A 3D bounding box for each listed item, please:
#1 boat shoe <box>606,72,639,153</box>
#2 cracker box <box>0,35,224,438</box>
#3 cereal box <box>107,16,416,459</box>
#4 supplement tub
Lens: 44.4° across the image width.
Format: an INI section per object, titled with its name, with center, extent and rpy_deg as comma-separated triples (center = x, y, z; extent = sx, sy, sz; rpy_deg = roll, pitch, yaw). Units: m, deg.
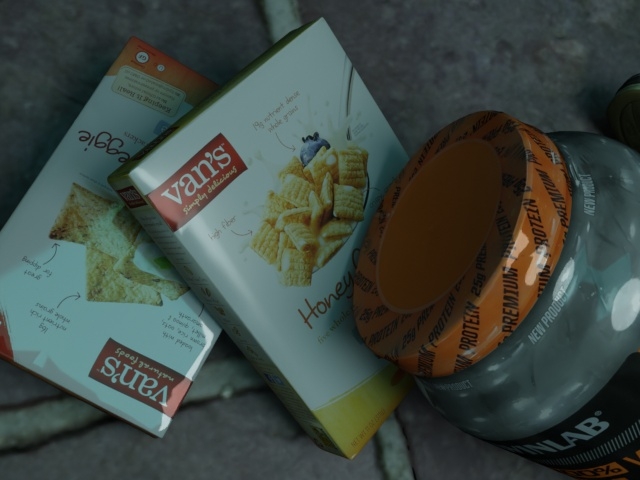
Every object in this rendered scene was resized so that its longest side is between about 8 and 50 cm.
[boat shoe]
center = 0.341, -0.082, 0.662
extent = 0.223, 0.080, 0.073
rpy_deg = 28, 67, -10
[cracker box]
center = -0.121, -0.003, 0.543
extent = 0.155, 0.067, 0.232
rpy_deg = 29, 73, -6
[cereal box]
center = 0.000, 0.000, 0.524
extent = 0.173, 0.047, 0.240
rpy_deg = -45, 113, -25
[supplement tub]
center = 0.190, 0.058, 0.494
extent = 0.316, 0.193, 0.194
rpy_deg = 26, 72, -22
